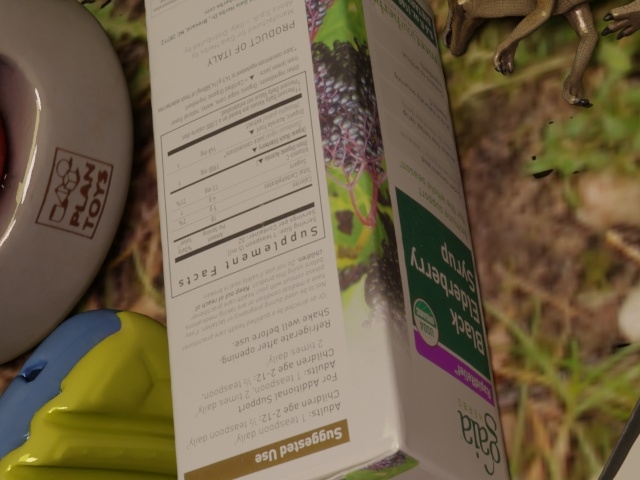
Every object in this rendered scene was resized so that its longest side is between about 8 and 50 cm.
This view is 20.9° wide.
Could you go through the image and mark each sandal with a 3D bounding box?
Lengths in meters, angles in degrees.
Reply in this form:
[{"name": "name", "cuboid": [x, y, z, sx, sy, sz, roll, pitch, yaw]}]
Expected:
[{"name": "sandal", "cuboid": [-0.151, 0.166, 0.686, 0.138, 0.126, 0.317, 22, 80, 43]}]

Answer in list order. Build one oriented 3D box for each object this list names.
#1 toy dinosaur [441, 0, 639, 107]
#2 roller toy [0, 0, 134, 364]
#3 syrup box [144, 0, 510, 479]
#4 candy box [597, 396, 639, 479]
[{"name": "toy dinosaur", "cuboid": [0.120, -0.112, 0.671, 0.183, 0.053, 0.093, -27, 54, 22]}, {"name": "roller toy", "cuboid": [-0.185, -0.038, 0.785, 0.191, 0.146, 0.209, -39, 57, 25]}, {"name": "syrup box", "cuboid": [0.000, 0.000, 0.674, 0.096, 0.093, 0.237, -22, 58, 24]}, {"name": "candy box", "cuboid": [0.176, 0.141, 0.501, 0.233, 0.071, 0.159, 26, 86, 39]}]
